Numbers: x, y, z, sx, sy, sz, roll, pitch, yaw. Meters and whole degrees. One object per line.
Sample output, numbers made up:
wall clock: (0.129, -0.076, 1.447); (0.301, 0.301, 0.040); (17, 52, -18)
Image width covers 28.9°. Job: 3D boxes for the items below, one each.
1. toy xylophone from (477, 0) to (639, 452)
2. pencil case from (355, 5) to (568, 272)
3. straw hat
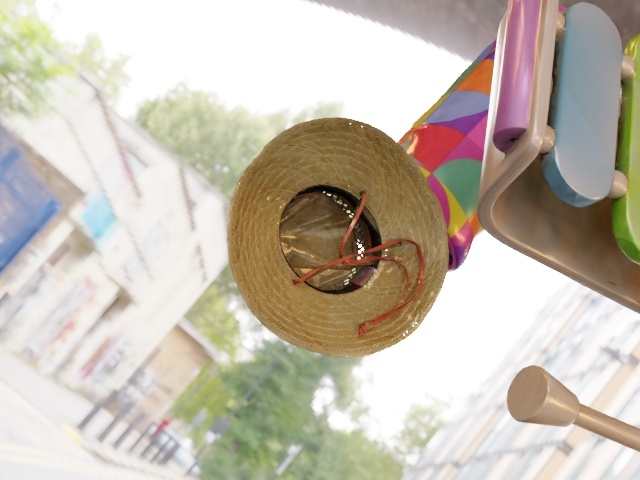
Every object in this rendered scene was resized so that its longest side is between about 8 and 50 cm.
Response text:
toy xylophone: (0.202, 0.005, 0.661); (0.323, 0.236, 0.081); (17, -28, -29)
pencil case: (0.124, -0.074, 0.915); (0.104, 0.236, 0.104); (34, -27, 20)
straw hat: (0.000, 0.000, 0.734); (0.144, 0.144, 0.061); (44, -16, -20)
